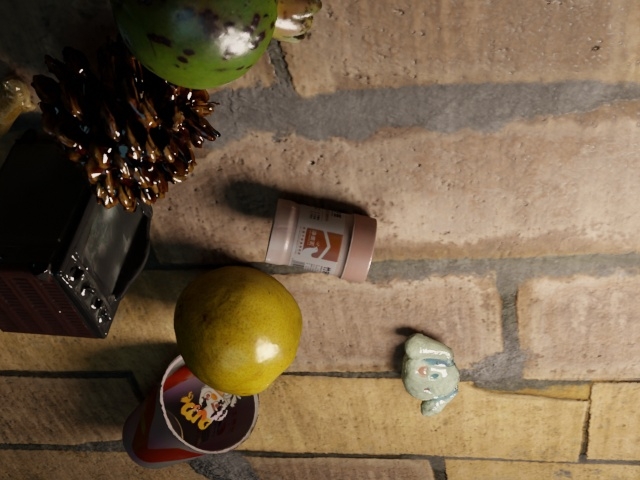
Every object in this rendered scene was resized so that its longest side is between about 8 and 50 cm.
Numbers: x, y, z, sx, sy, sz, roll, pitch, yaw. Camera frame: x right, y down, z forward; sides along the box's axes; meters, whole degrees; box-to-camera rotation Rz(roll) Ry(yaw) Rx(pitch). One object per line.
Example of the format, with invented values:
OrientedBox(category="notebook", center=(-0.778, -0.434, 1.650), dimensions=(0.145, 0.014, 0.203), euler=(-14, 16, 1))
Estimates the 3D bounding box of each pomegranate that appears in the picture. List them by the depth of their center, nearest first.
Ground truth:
OrientedBox(category="pomegranate", center=(-0.110, -0.261, 0.997), dimensions=(0.247, 0.202, 0.202), euler=(-6, 152, -35))

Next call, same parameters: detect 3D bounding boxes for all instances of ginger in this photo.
OrientedBox(category="ginger", center=(-0.433, -0.178, 1.251), dimensions=(0.057, 0.044, 0.137), euler=(46, 129, -14))

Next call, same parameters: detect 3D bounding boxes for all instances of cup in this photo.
OrientedBox(category="cup", center=(-0.270, 0.344, 1.765), dimensions=(0.203, 0.203, 0.288), euler=(25, 145, -20))

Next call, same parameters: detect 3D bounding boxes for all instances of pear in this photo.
OrientedBox(category="pear", center=(-0.134, 0.136, 1.458), dimensions=(0.208, 0.209, 0.209), euler=(5, 141, 4))

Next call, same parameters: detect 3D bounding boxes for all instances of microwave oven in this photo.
OrientedBox(category="microwave oven", center=(-0.359, -0.006, 1.282), dimensions=(0.188, 0.248, 0.178), euler=(2, 144, 18))

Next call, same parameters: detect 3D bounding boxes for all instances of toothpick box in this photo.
OrientedBox(category="toothpick box", center=(0.000, 0.000, 1.347), dimensions=(0.148, 0.098, 0.098), euler=(12, 141, -3))

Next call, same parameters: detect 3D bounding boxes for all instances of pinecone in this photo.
OrientedBox(category="pinecone", center=(-0.230, -0.152, 1.127), dimensions=(0.221, 0.222, 0.221), euler=(5, 141, 4))

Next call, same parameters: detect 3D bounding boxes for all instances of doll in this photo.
OrientedBox(category="doll", center=(0.194, 0.235, 1.628), dimensions=(0.103, 0.072, 0.214), euler=(-8, 132, 7))
